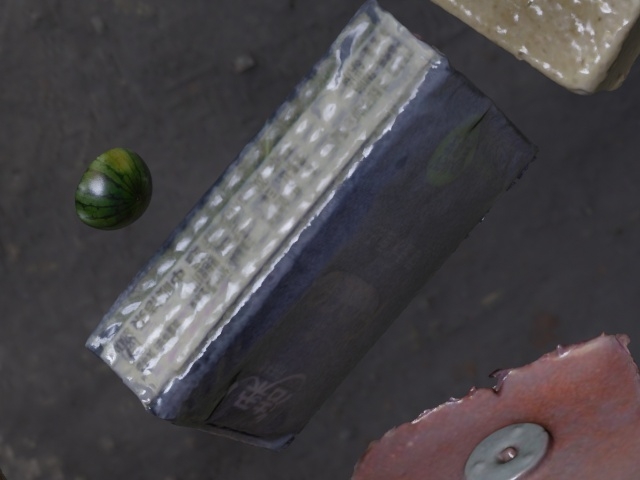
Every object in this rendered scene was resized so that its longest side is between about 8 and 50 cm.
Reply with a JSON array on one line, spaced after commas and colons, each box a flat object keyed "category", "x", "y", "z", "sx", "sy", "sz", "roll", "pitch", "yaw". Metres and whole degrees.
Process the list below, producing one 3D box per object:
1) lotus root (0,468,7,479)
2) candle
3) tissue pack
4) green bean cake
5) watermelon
[{"category": "lotus root", "x": -0.295, "y": 0.266, "z": 1.537, "sx": 0.097, "sy": 0.258, "sz": 0.110, "roll": 0, "pitch": 130, "yaw": -37}, {"category": "candle", "x": 0.195, "y": 0.212, "z": 1.574, "sx": 0.287, "sy": 0.317, "sz": 0.131, "roll": -52, "pitch": 125, "yaw": -30}, {"category": "tissue pack", "x": 0.000, "y": 0.000, "z": 1.640, "sx": 0.394, "sy": 0.124, "sz": 0.288, "roll": -49, "pitch": 154, "yaw": 4}, {"category": "green bean cake", "x": 0.146, "y": -0.186, "z": 1.216, "sx": 0.085, "sy": 0.179, "sz": 0.109, "roll": -22, "pitch": 144, "yaw": -61}, {"category": "watermelon", "x": -0.238, "y": -0.055, "z": 2.146, "sx": 0.105, "sy": 0.062, "sz": 0.105, "roll": -30, "pitch": 137, "yaw": -33}]
